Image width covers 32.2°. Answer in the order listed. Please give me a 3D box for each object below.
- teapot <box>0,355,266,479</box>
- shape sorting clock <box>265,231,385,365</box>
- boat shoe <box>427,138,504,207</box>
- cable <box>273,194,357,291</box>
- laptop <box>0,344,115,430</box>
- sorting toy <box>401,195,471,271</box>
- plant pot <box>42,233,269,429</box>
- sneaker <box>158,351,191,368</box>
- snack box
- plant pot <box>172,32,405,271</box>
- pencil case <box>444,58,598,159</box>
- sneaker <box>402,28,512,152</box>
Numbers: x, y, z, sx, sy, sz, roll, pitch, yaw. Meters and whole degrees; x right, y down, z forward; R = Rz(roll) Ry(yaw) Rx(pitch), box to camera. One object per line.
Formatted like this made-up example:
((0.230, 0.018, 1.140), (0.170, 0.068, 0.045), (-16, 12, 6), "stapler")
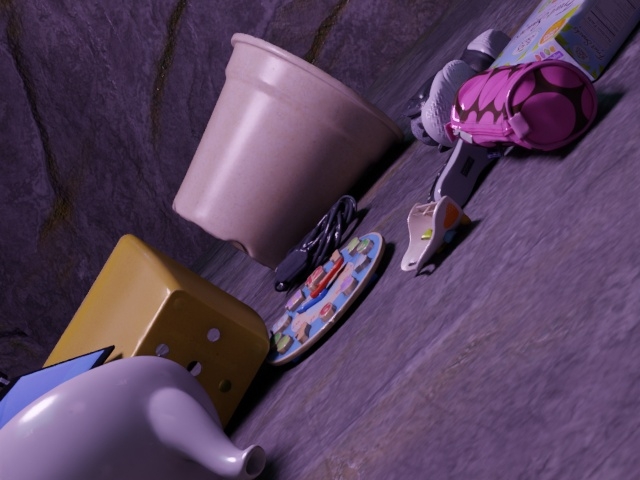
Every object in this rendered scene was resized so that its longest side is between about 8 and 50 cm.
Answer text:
((-0.183, 0.245, 1.018), (0.252, 0.187, 0.256), (-31, -23, -14), "teapot")
((0.002, 0.068, 1.339), (0.206, 0.040, 0.206), (-47, 8, 9), "shape sorting clock")
((0.160, -0.086, 1.228), (0.142, 0.049, 0.040), (-54, 10, -26), "boat shoe")
((0.000, 0.000, 1.689), (0.184, 0.047, 0.150), (-47, 3, 25), "cable")
((-0.401, 0.153, 1.186), (0.137, 0.264, 0.234), (-59, 1, 30), "laptop")
((0.109, -0.001, 1.125), (0.075, 0.045, 0.083), (-57, 10, -10), "sorting toy")
((-0.181, 0.138, 1.352), (0.212, 0.212, 0.187), (-60, 24, -9), "plant pot")
((-0.331, 0.235, 1.941), (0.229, 0.132, 0.086), (-46, 8, 14), "sneaker")
((0.288, -0.244, 1.233), (0.207, 0.070, 0.174), (-53, 10, -20), "snack box")
((-0.079, -0.125, 1.848), (0.306, 0.333, 0.334), (-59, 9, -1), "plant pot")
((0.194, -0.129, 1.108), (0.098, 0.095, 0.209), (-22, 6, -7), "pencil case")
((0.164, -0.158, 1.384), (0.153, 0.101, 0.268), (-42, 4, 39), "sneaker")
